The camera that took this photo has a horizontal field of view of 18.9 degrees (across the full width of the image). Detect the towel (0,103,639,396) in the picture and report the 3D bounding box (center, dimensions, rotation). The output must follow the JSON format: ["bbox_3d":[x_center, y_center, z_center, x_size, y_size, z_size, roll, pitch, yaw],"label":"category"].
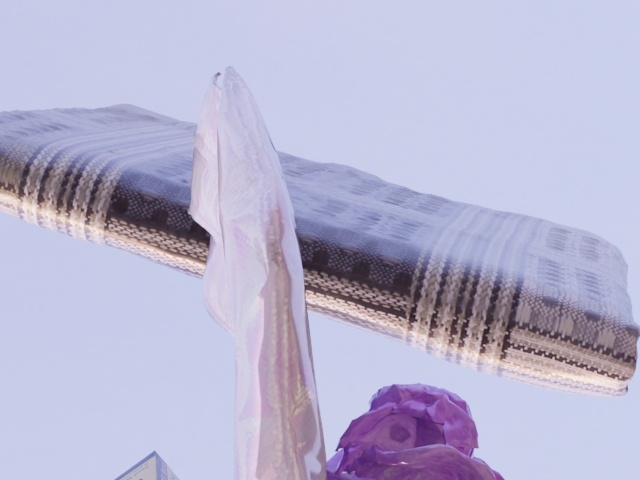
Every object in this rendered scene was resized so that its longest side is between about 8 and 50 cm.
[{"bbox_3d":[0.000,0.000,0.918,0.312,0.324,0.056,16,-82,7],"label":"towel"}]

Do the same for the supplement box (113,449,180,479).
[{"bbox_3d":[-0.070,0.155,0.861,0.056,0.083,0.083,-36,-73,5],"label":"supplement box"}]

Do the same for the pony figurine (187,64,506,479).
[{"bbox_3d":[0.001,0.137,0.554,0.363,0.351,0.303,21,-80,-12],"label":"pony figurine"}]
